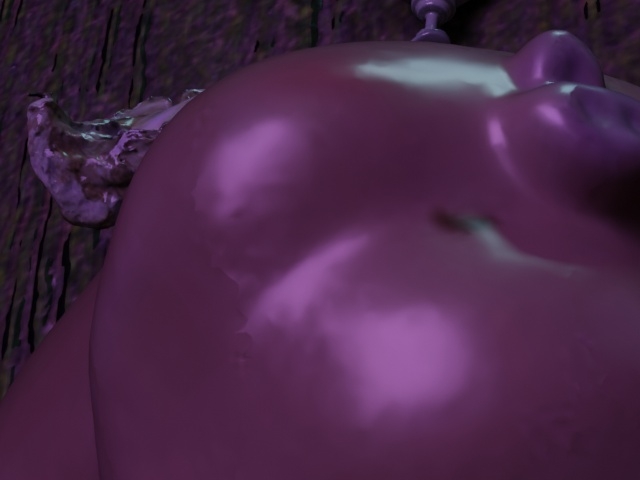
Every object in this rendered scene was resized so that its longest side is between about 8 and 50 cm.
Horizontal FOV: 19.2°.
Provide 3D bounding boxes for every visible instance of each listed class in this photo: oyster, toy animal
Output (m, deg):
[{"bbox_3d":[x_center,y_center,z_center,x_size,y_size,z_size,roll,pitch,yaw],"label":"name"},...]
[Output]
[{"bbox_3d":[-0.015,-0.046,0.817,0.199,0.106,0.061,-7,92,13],"label":"oyster"},{"bbox_3d":[0.000,0.068,0.572,0.326,0.237,0.269,-58,31,36],"label":"toy animal"}]

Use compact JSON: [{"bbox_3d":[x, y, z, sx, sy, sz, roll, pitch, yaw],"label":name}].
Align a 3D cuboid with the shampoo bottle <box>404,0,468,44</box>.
[{"bbox_3d":[0.059,-0.141,0.894,0.077,0.045,0.152,-14,44,24],"label":"shampoo bottle"}]
